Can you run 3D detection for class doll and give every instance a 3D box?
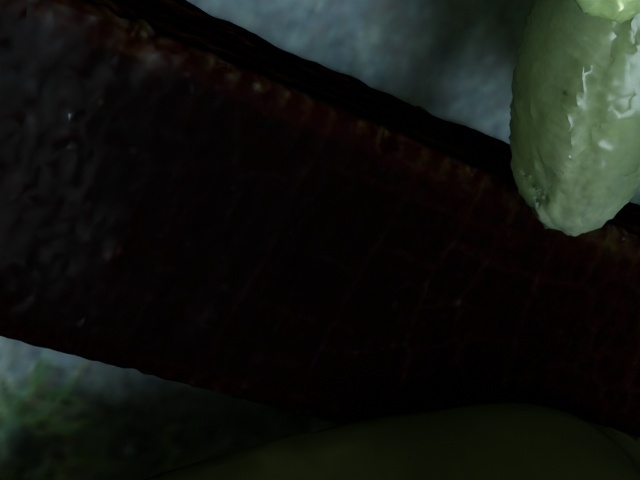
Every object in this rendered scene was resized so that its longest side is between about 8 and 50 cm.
[{"bbox_3d":[0.129,-0.137,0.496,0.149,0.175,0.278,2,123,-14],"label":"doll"}]

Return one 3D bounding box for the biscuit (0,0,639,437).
[{"bbox_3d":[0.000,0.000,0.548,0.388,0.073,0.107,19,105,-39],"label":"biscuit"}]

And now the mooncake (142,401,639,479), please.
[{"bbox_3d":[0.030,0.244,0.578,0.378,0.201,0.378,-15,134,-17],"label":"mooncake"}]
